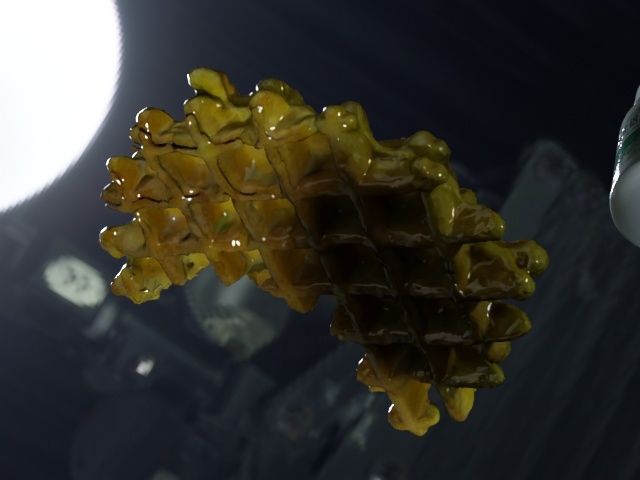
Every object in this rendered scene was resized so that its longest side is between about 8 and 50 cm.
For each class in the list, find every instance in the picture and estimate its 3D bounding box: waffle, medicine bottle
[{"bbox_3d":[0.000,0.000,0.989,0.260,0.293,0.069,115,0,-51],"label":"waffle"},{"bbox_3d":[0.236,-0.057,1.014,0.080,0.080,0.130,-42,-162,36],"label":"medicine bottle"}]
